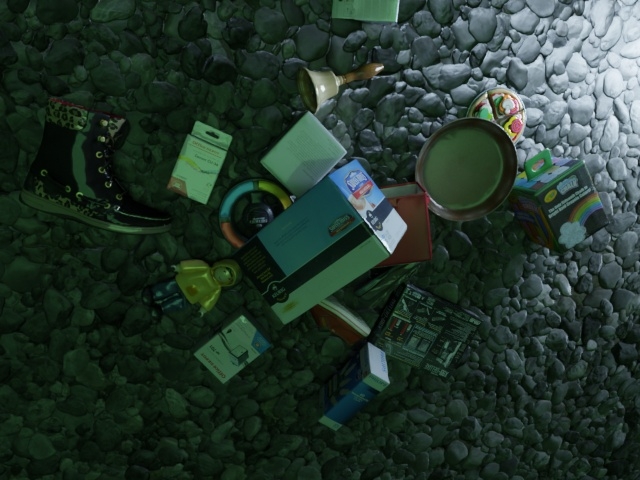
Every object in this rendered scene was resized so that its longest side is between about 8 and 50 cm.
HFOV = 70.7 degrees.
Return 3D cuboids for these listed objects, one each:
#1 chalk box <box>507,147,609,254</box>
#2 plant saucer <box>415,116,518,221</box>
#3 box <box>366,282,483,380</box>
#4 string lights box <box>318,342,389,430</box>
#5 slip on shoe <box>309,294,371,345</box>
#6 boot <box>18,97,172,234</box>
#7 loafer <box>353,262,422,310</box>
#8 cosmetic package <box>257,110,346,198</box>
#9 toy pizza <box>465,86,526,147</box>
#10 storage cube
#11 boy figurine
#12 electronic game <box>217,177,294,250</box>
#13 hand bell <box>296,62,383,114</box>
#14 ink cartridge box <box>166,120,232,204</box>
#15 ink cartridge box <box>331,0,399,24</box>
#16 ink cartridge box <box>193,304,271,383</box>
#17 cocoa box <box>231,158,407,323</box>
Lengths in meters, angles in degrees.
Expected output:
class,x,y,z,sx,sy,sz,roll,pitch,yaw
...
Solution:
class,x,y,z,sx,sy,sz,roll,pitch,yaw
chalk box,0.702,-0.139,1.381,0.180,0.179,0.289,-33,106,0
plant saucer,0.434,-0.213,1.363,0.309,0.050,0.311,-1,108,-2
box,0.341,0.296,1.478,0.307,0.076,0.243,24,99,-14
string lights box,0.100,0.457,1.410,0.076,0.133,0.260,33,114,-15
slip on shoe,0.012,0.217,1.384,0.331,0.123,0.101,40,98,-21
boot,-0.556,-0.183,1.173,0.376,0.138,0.285,16,101,-8
loafer,0.232,0.118,1.401,0.267,0.096,0.084,-33,93,9
cosmetic package,-0.055,-0.233,1.235,0.184,0.151,0.151,-45,106,2
toy pizza,0.536,-0.360,1.369,0.201,0.032,0.202,-2,105,-9
storage cube,0.208,-0.048,1.293,0.214,0.184,0.194,-7,106,6
boy figurine,-0.358,0.137,1.309,0.284,0.092,0.178,-20,104,-1
electronic game,-0.181,-0.067,1.309,0.228,0.048,0.230,-3,105,-10
hand bell,0.069,-0.444,1.242,0.241,0.126,0.126,-23,107,-16
ink cartridge box,-0.328,-0.214,1.235,0.115,0.067,0.198,22,99,-14
ink cartridge box,0.126,-0.669,1.224,0.179,0.045,0.146,7,104,7
ink cartridge box,-0.266,0.316,1.374,0.190,0.082,0.140,-40,107,0
cocoa box,0.000,0.000,1.136,0.347,0.231,0.228,-37,92,28
